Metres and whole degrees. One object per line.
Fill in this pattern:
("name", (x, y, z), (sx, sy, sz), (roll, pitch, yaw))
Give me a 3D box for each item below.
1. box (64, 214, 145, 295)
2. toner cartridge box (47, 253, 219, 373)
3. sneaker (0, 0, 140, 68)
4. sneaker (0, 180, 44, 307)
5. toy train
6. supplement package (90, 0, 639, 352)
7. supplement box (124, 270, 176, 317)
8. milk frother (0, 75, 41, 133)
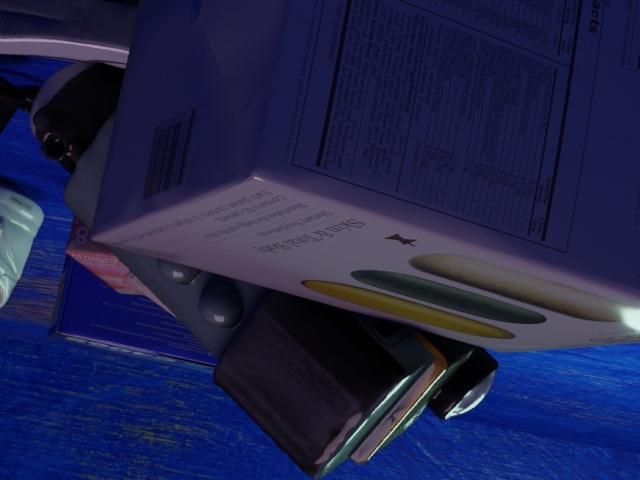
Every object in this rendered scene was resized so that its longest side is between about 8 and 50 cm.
("box", (-0.026, -0.023, 1.076), (0.299, 0.154, 0.142), (9, 167, 13))
("toner cartridge box", (-0.102, 0.060, 1.480), (0.347, 0.165, 0.075), (15, 168, -16))
("sneaker", (-0.158, -0.141, 0.804), (0.258, 0.094, 0.091), (16, 177, -2))
("sneaker", (-0.426, -0.018, 1.432), (0.305, 0.152, 0.114), (24, 164, -41))
("toy train", (-0.035, -0.003, 0.869), (0.334, 0.142, 0.190), (45, -149, 12))
("supplement package", (0.056, -0.070, 0.691), (0.262, 0.198, 0.199), (16, 165, -26))
("supplement box", (-0.081, 0.029, 0.982), (0.098, 0.036, 0.062), (37, 120, -4))
("milk frother", (-0.288, -0.076, 1.095), (0.143, 0.135, 0.129), (27, -169, -43))
